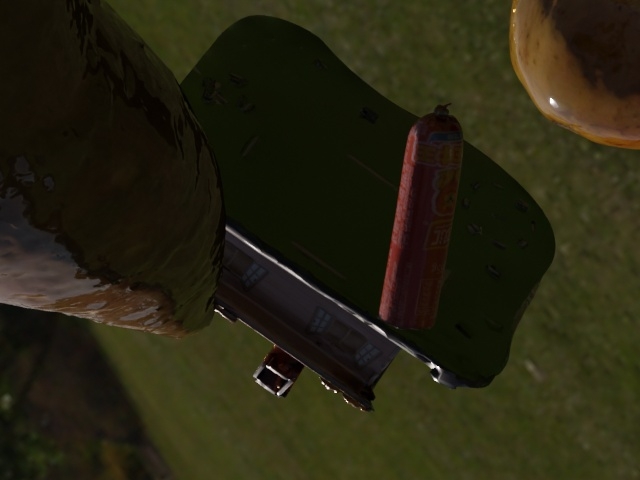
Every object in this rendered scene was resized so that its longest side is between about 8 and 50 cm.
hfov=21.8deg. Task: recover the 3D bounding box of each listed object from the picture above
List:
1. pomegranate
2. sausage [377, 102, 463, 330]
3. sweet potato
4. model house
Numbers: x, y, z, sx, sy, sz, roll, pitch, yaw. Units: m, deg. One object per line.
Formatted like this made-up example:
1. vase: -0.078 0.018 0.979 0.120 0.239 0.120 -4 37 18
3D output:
1. pomegranate: 0.306 -0.209 1.658 0.248 0.248 0.248 51 168 15
2. sausage: 0.058 -0.015 0.924 0.034 0.034 0.129 37 123 56
3. sweet potato: -0.112 -0.038 0.565 0.131 0.131 0.336 46 169 34
4. model house: 0.001 0.001 1.214 0.294 0.207 0.154 35 135 -3
